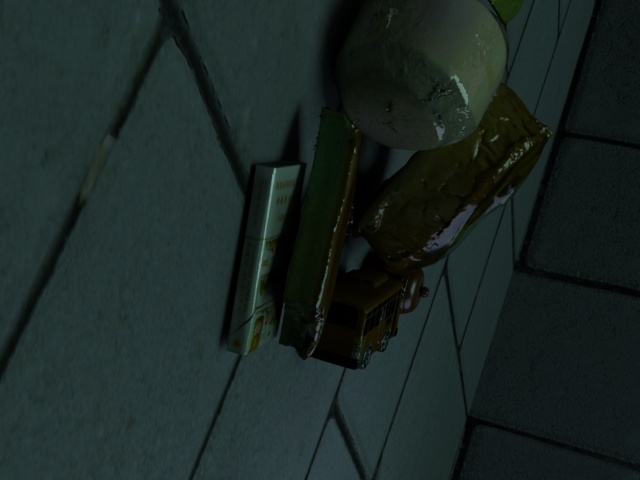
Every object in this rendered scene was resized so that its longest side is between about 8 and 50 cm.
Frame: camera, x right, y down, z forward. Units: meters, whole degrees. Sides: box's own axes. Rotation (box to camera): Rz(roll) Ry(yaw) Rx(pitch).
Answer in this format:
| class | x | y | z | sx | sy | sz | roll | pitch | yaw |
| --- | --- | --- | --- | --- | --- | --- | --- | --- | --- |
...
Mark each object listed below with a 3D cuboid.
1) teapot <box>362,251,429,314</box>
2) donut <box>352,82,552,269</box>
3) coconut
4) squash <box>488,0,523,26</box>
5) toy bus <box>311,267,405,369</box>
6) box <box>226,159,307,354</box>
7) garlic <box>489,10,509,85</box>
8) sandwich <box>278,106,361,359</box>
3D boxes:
| class | x | y | z | sx | sy | sz | roll | pitch | yaw |
| --- | --- | --- | --- | --- | --- | --- | --- | --- | --- |
| teapot | 0.125 | 0.075 | 1.940 | 0.173 | 0.116 | 0.116 | 49 | 56 | -71 |
| donut | 0.200 | -0.086 | 1.759 | 0.330 | 0.160 | 0.330 | -47 | 179 | -1 |
| coconut | 0.131 | -0.240 | 1.555 | 0.224 | 0.224 | 0.234 | 68 | 39 | -63 |
| squash | 0.273 | -0.439 | 1.875 | 0.192 | 0.085 | 0.184 | 61 | 13 | 1 |
| toy bus | 0.049 | 0.108 | 1.743 | 0.201 | 0.098 | 0.114 | -26 | 128 | -67 |
| box | -0.063 | 0.017 | 1.413 | 0.122 | 0.032 | 0.220 | -22 | 124 | -72 |
| garlic | 0.216 | -0.298 | 1.854 | 0.214 | 0.160 | 0.191 | 91 | 16 | -45 |
| sandwich | 0.000 | 0.000 | 1.444 | 0.212 | 0.063 | 0.245 | -77 | 175 | -49 |
